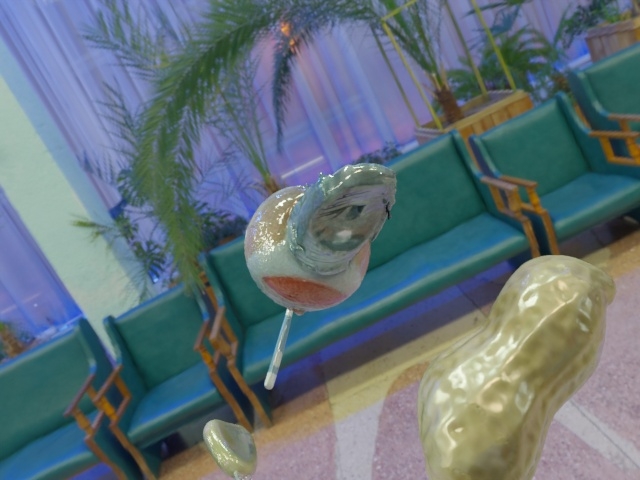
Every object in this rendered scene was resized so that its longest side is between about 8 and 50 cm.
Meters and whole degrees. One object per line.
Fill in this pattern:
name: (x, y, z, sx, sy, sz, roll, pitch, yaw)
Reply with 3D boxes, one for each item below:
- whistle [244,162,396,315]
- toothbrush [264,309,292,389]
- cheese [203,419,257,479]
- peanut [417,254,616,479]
whistle: (0.000, 0.000, 0.769, 0.189, 0.189, 0.348, -34, -4, -23)
toothbrush: (-0.068, 0.172, 1.187, 0.025, 0.019, 0.275, -28, 36, 43)
cheese: (-0.132, 0.369, 0.953, 0.037, 0.097, 0.192, -58, 33, 9)
peanut: (0.170, 0.115, 0.525, 0.256, 0.123, 0.124, -53, 24, -18)
